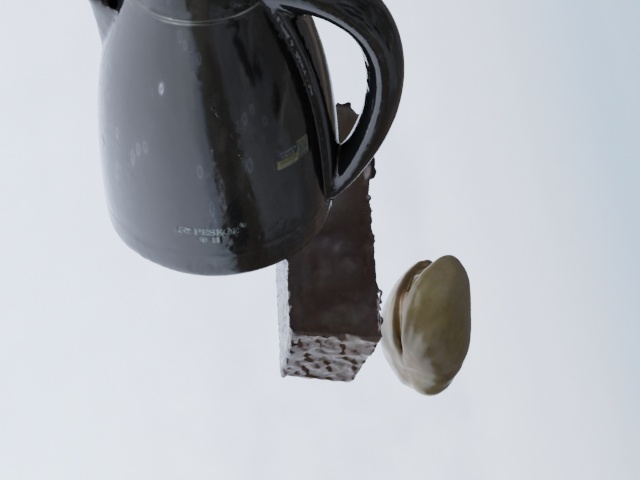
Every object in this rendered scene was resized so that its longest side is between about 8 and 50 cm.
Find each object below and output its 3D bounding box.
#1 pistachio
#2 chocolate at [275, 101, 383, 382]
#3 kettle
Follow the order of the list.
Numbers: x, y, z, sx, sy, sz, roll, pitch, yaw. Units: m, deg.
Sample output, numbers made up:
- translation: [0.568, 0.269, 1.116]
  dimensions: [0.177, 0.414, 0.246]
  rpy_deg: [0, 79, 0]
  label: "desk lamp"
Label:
- translation: [0.138, 0.104, 2.033]
  dimensions: [0.124, 0.124, 0.185]
  rpy_deg: [56, -134, -53]
  label: "pistachio"
- translation: [0.000, 0.000, 1.741]
  dimensions: [0.112, 0.112, 0.321]
  rpy_deg: [108, 163, -51]
  label: "chocolate"
- translation: [-0.063, -0.137, 1.376]
  dimensions: [0.290, 0.268, 0.207]
  rpy_deg: [91, -175, -45]
  label: "kettle"
